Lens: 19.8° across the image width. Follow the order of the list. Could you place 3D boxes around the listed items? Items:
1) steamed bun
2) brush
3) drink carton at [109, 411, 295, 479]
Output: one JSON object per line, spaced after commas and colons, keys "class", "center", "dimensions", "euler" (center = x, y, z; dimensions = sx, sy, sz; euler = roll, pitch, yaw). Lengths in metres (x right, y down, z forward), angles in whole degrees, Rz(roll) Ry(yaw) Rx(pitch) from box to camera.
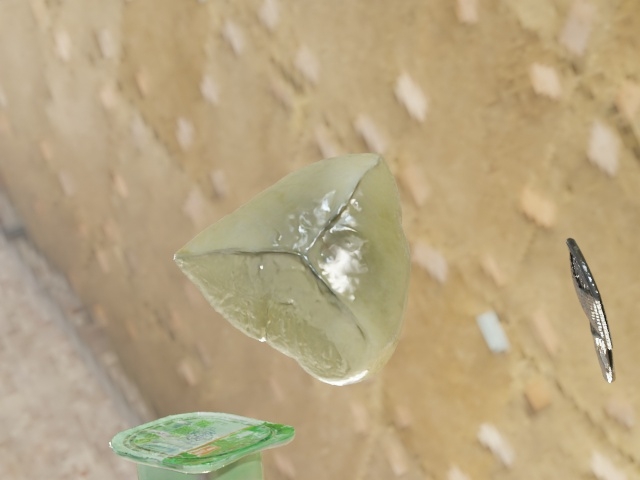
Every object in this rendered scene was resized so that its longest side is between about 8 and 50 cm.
{"class": "steamed bun", "center": [0.006, 0.029, 1.764], "dimensions": [0.212, 0.231, 0.110], "euler": [55, -8, 12]}
{"class": "brush", "center": [0.223, 0.068, 1.475], "dimensions": [0.193, 0.016, 0.063], "euler": [62, 7, -54]}
{"class": "drink carton", "center": [-0.112, 0.247, 1.704], "dimensions": [0.144, 0.146, 0.142], "euler": [7, -74, 41]}
